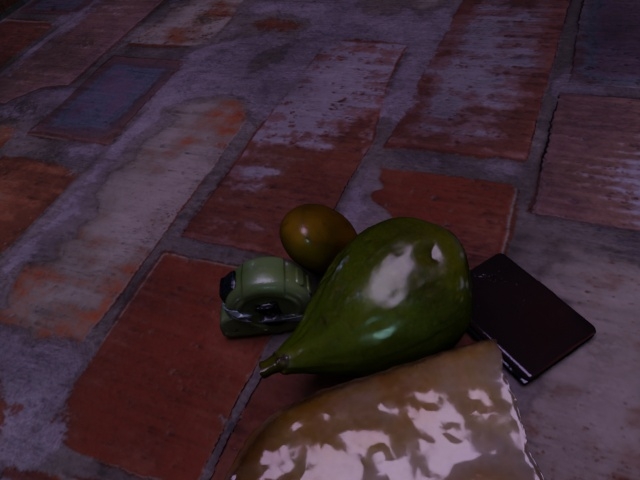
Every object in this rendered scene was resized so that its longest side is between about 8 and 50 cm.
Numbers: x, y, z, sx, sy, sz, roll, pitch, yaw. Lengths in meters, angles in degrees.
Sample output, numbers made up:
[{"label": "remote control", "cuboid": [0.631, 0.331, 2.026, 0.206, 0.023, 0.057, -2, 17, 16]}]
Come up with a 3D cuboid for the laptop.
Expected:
[{"label": "laptop", "cuboid": [0.307, 0.117, 0.909, 0.154, 0.026, 0.207, -29, 49, -17]}]

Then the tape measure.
[{"label": "tape measure", "cuboid": [-0.087, 0.095, 0.937, 0.178, 0.154, 0.087, -7, 48, 0]}]

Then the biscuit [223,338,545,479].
[{"label": "biscuit", "cuboid": [0.085, 0.367, 0.660, 0.447, 0.104, 0.429, -16, 57, -4]}]

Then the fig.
[{"label": "fig", "cuboid": [0.065, 0.087, 0.849, 0.314, 0.233, 0.233, -7, 47, 2]}]

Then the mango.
[{"label": "mango", "cuboid": [0.000, 0.000, 0.960, 0.113, 0.253, 0.138, -43, 82, 5]}]
